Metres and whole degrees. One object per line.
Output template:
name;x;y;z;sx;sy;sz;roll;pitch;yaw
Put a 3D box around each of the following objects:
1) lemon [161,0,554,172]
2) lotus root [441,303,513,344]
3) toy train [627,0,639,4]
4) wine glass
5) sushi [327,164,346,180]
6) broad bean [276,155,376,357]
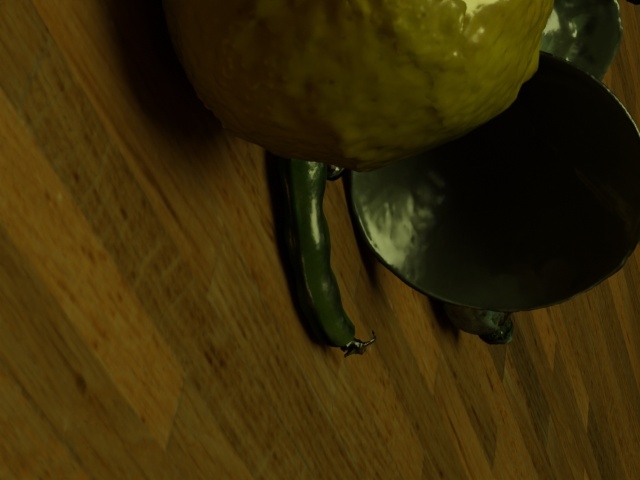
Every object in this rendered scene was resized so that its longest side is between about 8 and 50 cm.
lemon;0.028;-0.179;1.000;0.322;0.268;0.268;-8;94;-70
lotus root;0.168;0.038;1.584;0.113;0.088;0.192;-56;141;-35
toy train;0.309;-0.375;1.515;0.154;0.115;0.269;-131;-160;-81
wine glass;0.187;-0.144;1.457;0.406;0.267;0.267;-71;150;-58
sushi;0.009;-0.094;1.234;0.046;0.044;0.083;45;43;-62
broad bean;-0.003;0.003;1.189;0.069;0.039;0.227;-44;130;-43
